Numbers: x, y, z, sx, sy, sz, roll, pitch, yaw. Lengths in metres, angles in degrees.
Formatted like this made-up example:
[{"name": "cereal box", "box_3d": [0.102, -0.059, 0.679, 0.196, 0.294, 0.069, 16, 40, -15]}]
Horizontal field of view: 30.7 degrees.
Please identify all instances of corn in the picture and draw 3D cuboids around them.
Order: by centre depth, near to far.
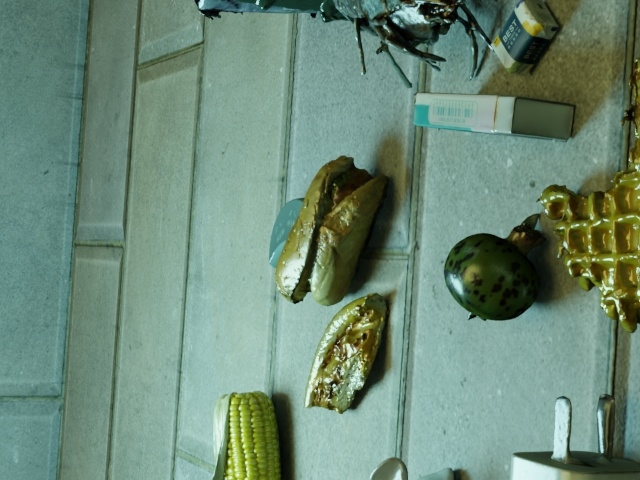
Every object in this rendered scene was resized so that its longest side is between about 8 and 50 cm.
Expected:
[{"name": "corn", "box_3d": [-0.128, 0.415, 2.033, 0.123, 0.122, 0.305, 58, -152, -75]}]

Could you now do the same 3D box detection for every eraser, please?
[{"name": "eraser", "box_3d": [0.216, -0.162, 1.498, 0.225, 0.096, 0.052, 16, 100, 62]}]

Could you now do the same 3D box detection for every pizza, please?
[{"name": "pizza", "box_3d": [0.036, 0.187, 1.832, 0.271, 0.056, 0.134, 126, 147, -46]}]

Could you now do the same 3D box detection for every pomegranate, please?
[{"name": "pomegranate", "box_3d": [0.226, 0.030, 1.451, 0.161, 0.122, 0.122, -51, 34, 2]}]

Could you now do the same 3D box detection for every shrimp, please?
[{"name": "shrimp", "box_3d": [0.117, -0.329, 1.659, 0.221, 0.166, 0.410, -54, 37, 1]}]

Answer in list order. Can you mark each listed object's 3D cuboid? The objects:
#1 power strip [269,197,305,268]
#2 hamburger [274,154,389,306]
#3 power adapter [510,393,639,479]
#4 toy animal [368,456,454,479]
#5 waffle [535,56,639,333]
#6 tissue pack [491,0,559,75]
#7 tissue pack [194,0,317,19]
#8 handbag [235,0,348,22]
[{"name": "power strip", "box_3d": [-0.024, -0.004, 1.985, 0.216, 0.044, 0.137, 9, 94, 63]}, {"name": "hamburger", "box_3d": [0.000, 0.000, 1.821, 0.124, 0.131, 0.262, 29, 118, 19]}, {"name": "power adapter", "box_3d": [0.285, 0.270, 1.273, 0.125, 0.130, 0.204, 2, 87, 62]}, {"name": "toy animal", "box_3d": [0.140, 0.394, 1.530, 0.193, 0.128, 0.178, 39, 118, 59]}, {"name": "waffle", "box_3d": [0.351, -0.044, 1.260, 0.293, 0.069, 0.259, -64, 33, 37]}, {"name": "tissue pack", "box_3d": [0.260, -0.261, 1.487, 0.083, 0.042, 0.062, -60, 40, 40]}, {"name": "tissue pack", "box_3d": [-0.046, -0.527, 1.883, 0.122, 0.259, 0.361, 61, 140, 30]}, {"name": "handbag", "box_3d": [-0.005, -0.463, 1.800, 0.260, 0.248, 0.079, -60, 43, 37]}]
